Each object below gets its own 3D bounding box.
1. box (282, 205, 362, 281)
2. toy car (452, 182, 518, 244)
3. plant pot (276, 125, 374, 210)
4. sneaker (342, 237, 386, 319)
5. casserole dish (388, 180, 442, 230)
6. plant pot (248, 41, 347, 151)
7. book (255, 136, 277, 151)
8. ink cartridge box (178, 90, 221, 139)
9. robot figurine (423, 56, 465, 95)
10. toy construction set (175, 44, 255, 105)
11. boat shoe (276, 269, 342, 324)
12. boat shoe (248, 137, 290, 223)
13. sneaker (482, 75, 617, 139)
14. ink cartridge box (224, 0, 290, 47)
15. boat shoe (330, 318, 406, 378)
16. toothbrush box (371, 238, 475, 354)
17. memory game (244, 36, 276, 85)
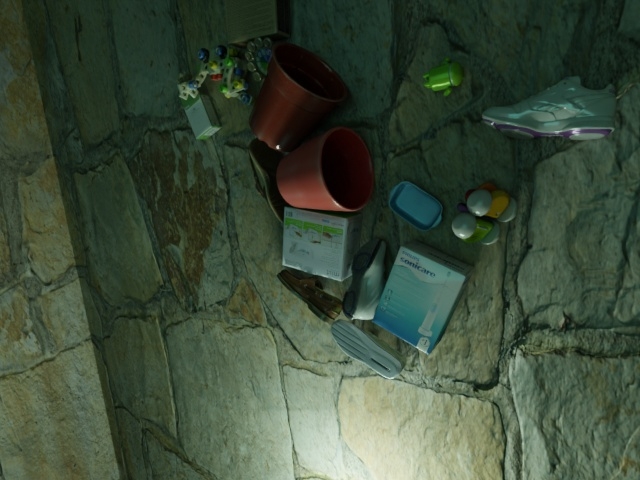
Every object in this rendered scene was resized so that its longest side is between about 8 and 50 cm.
[{"bbox_3d":[0.000,0.000,1.491,0.262,0.127,0.230,12,108,30],"label":"box"},{"bbox_3d":[0.454,-0.082,1.186,0.181,0.159,0.136,-64,32,27],"label":"toy car"},{"bbox_3d":[0.003,-0.217,1.372,0.243,0.275,0.274,-5,99,43],"label":"plant pot"},{"bbox_3d":[0.172,0.136,1.429,0.111,0.130,0.296,24,97,62],"label":"sneaker"},{"bbox_3d":[0.308,-0.113,1.321,0.188,0.037,0.114,39,119,20],"label":"casserole dish"},{"bbox_3d":[-0.097,-0.457,1.377,0.272,0.273,0.265,52,130,12],"label":"plant pot"},{"bbox_3d":[-0.202,-0.421,1.578,0.097,0.035,0.144,20,112,26],"label":"book"},{"bbox_3d":[-0.504,-0.543,1.723,0.109,0.062,0.209,-24,88,34],"label":"ink cartridge box"},{"bbox_3d":[0.358,-0.472,1.184,0.115,0.067,0.101,-4,91,33],"label":"robot figurine"},{"bbox_3d":[-0.399,-0.634,1.592,0.328,0.151,0.214,7,103,20],"label":"toy construction set"},{"bbox_3d":[-0.036,0.192,1.586,0.307,0.111,0.104,37,92,26],"label":"boat shoe"},{"bbox_3d":[-0.189,-0.221,1.584,0.341,0.123,0.123,64,155,-7],"label":"boat shoe"},{"bbox_3d":[0.585,-0.341,1.063,0.306,0.114,0.151,10,93,26],"label":"sneaker"},{"bbox_3d":[-0.228,-0.811,1.466,0.235,0.088,0.193,6,103,32],"label":"ink cartridge box"},{"bbox_3d":[0.171,0.387,1.493,0.302,0.094,0.109,33,114,28],"label":"boat shoe"},{"bbox_3d":[0.325,0.175,1.324,0.217,0.126,0.295,27,115,26],"label":"toothbrush box"},{"bbox_3d":[-0.193,-0.636,1.480,0.186,0.012,0.186,19,138,18],"label":"memory game"}]
